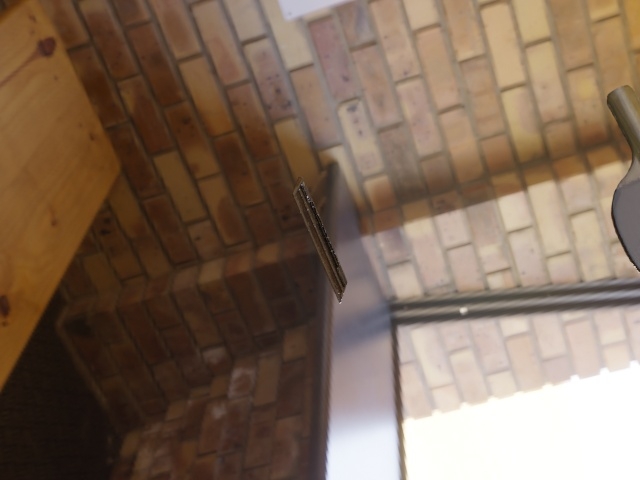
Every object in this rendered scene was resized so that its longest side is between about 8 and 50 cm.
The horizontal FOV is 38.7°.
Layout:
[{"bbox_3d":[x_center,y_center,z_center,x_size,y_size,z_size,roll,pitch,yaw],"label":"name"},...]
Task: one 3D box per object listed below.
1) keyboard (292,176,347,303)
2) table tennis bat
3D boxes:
[{"bbox_3d":[0.000,0.000,1.391,0.063,0.010,0.198,-68,139,-59],"label":"keyboard"},{"bbox_3d":[0.376,-0.059,0.990,0.246,0.138,0.022,69,15,18],"label":"table tennis bat"}]
